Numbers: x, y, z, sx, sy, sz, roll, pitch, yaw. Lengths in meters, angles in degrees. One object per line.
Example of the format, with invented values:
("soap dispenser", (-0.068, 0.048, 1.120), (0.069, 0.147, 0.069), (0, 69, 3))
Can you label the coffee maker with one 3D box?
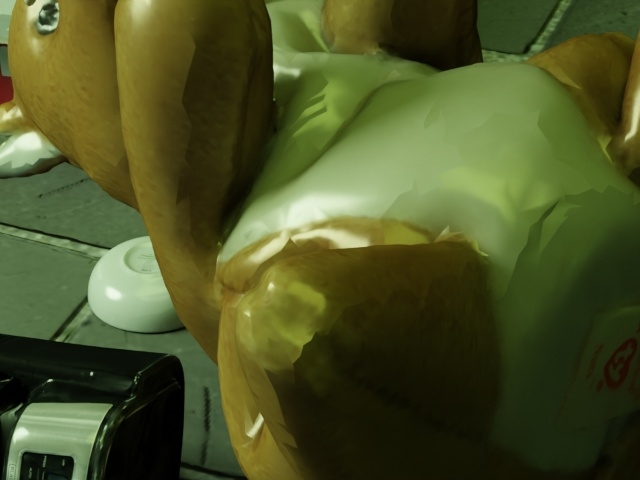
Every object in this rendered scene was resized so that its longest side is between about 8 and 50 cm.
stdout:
("coffee maker", (-0.163, 0.092, 0.919), (0.178, 0.120, 0.171), (8, 36, 12))

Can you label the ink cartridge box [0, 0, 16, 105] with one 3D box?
("ink cartridge box", (-0.213, -0.164, 1.272), (0.309, 0.130, 0.272), (8, 38, 13))

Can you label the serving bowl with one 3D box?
("serving bowl", (-0.104, 0.021, 1.096), (0.083, 0.027, 0.083), (-1, 36, 1))

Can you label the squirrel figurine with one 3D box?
("squirrel figurine", (0.000, 0.000, 0.846), (0.370, 0.397, 0.281), (30, 63, 37))
